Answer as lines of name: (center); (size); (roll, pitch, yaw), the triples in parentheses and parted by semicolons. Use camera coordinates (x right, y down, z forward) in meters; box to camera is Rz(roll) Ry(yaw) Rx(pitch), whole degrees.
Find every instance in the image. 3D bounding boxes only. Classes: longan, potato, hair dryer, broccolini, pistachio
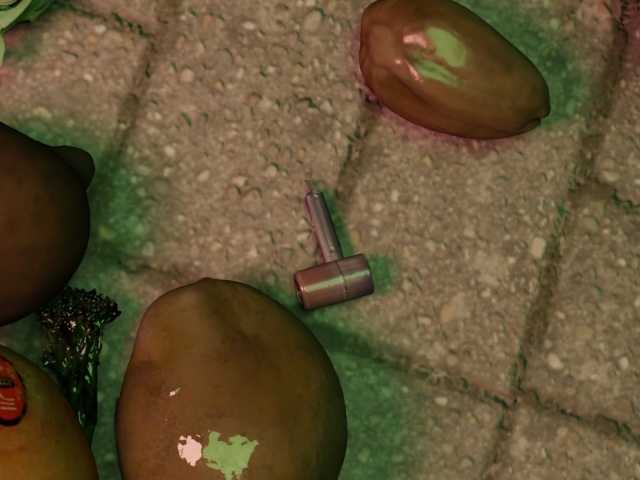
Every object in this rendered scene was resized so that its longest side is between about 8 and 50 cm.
longan: (-0.265, -0.024, 1.094); (0.204, 0.159, 0.185); (-31, 65, -36)
potato: (-0.072, 0.140, 1.098); (0.178, 0.160, 0.235); (5, 59, -47)
hair dryer: (0.000, 0.000, 1.197); (0.063, 0.037, 0.114); (-14, 75, -10)
broccolini: (-0.208, 0.138, 1.128); (0.058, 0.074, 0.201); (8, 90, 27)
pistachio: (0.115, -0.148, 1.208); (0.185, 0.126, 0.108); (30, 119, -6)

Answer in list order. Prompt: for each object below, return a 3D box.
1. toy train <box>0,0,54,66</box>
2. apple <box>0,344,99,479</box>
toy train: (-0.258, -0.219, 1.168); (0.149, 0.099, 0.081); (-46, 123, -21)
apple: (-0.290, 0.182, 1.025); (0.260, 0.194, 0.261); (0, 90, 4)
